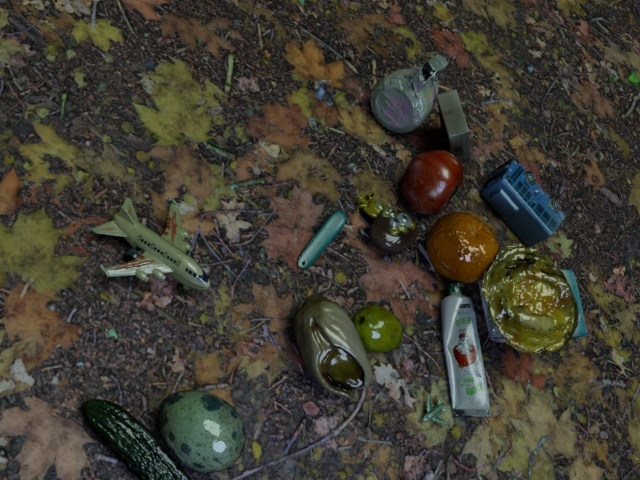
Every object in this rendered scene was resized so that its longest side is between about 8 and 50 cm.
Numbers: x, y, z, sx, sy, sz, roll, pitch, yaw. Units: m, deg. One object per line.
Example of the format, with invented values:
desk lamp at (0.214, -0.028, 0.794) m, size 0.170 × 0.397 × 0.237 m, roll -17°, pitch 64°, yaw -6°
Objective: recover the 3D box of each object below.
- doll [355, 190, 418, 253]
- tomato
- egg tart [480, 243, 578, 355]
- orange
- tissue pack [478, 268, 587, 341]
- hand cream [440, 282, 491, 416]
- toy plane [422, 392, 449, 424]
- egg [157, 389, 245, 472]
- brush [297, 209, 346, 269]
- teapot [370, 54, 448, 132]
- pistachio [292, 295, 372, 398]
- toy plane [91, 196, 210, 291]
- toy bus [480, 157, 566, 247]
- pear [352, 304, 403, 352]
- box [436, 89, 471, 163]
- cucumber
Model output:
doll at (0.163, -0.043, 1.988) m, size 0.188 × 0.096 × 0.145 m, roll 37°, pitch 43°, yaw 2°
tomato at (0.300, -0.164, 2.090) m, size 0.151 × 0.187 × 0.187 m, roll 36°, pitch 48°, yaw 17°
egg tart at (0.537, 0.140, 1.949) m, size 0.297 × 0.132 × 0.297 m, roll 8°, pitch 69°, yaw -23°
orange at (0.364, 0.022, 2.031) m, size 0.193 × 0.161 × 0.193 m, roll 21°, pitch 41°, yaw -20°
tissue pack at (0.568, 0.175, 2.102) m, size 0.271 × 0.124 × 0.201 m, roll 6°, pitch 63°, yaw -31°
hand cream at (0.357, 0.273, 1.965) m, size 0.121 × 0.076 × 0.336 m, roll 5°, pitch 70°, yaw -29°
toy plane at (0.266, 0.404, 1.850) m, size 0.083 × 0.033 × 0.080 m, roll -27°, pitch 82°, yaw -32°
egg at (-0.227, 0.359, 1.495) m, size 0.181 × 0.141 × 0.141 m, roll 38°, pitch 51°, yaw 1°
brush at (0.000, 0.000, 1.904) m, size 0.043 × 0.032 × 0.193 m, roll 44°, pitch 63°, yaw -11°
teapot at (0.247, -0.425, 2.165) m, size 0.163 × 0.221 × 0.178 m, roll 26°, pitch 43°, yaw 19°
pistachio at (0.025, 0.232, 1.725) m, size 0.238 × 0.138 × 0.153 m, roll 62°, pitch 17°, yaw 9°
toy plane at (-0.337, 0.021, 1.629) m, size 0.256 × 0.104 × 0.242 m, roll 43°, pitch 48°, yaw -5°
toy bus at (0.579, -0.107, 2.265) m, size 0.234 × 0.116 × 0.133 m, roll 48°, pitch 54°, yaw -4°
pear at (0.132, 0.206, 1.828) m, size 0.131 × 0.107 × 0.107 m, roll 23°, pitch 55°, yaw -34°
box at (0.375, -0.311, 2.201) m, size 0.058 × 0.201 × 0.141 m, roll -15°, pitch 68°, yaw 8°
cucumber at (-0.335, 0.386, 1.455) m, size 0.265 × 0.077 × 0.077 m, roll 49°, pitch 51°, yaw -2°
